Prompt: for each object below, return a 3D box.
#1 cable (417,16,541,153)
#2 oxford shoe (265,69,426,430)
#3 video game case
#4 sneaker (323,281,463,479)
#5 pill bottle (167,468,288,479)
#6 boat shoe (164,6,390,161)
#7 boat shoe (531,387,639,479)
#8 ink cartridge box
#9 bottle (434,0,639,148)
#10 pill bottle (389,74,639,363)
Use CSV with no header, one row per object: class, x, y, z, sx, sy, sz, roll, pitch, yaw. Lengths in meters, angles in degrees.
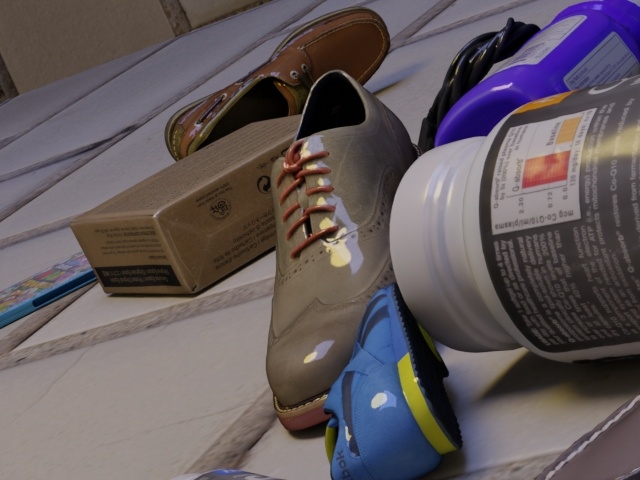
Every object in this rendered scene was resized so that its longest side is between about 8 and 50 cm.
cable,0.152,-0.109,1.596,0.151,0.184,0.047,-17,51,-23
oxford shoe,0.000,0.000,1.349,0.123,0.130,0.348,-26,24,19
video game case,-0.279,0.043,2.021,0.166,0.015,0.119,-27,13,-15
sneaker,0.032,0.087,1.145,0.082,0.069,0.209,-32,16,10
pill bottle,-0.037,0.157,0.975,0.078,0.078,0.137,-30,15,-27
boat shoe,-0.037,-0.169,2.274,0.307,0.110,0.104,-36,18,-8
boat shoe,0.217,0.055,0.890,0.324,0.096,0.116,-28,13,-16
ink cartridge box,-0.094,-0.036,1.843,0.235,0.088,0.193,-31,13,-27
bottle,0.189,-0.118,1.473,0.118,0.092,0.283,-37,2,36
pill bottle,0.183,-0.014,1.088,0.278,0.162,0.162,-10,19,45
